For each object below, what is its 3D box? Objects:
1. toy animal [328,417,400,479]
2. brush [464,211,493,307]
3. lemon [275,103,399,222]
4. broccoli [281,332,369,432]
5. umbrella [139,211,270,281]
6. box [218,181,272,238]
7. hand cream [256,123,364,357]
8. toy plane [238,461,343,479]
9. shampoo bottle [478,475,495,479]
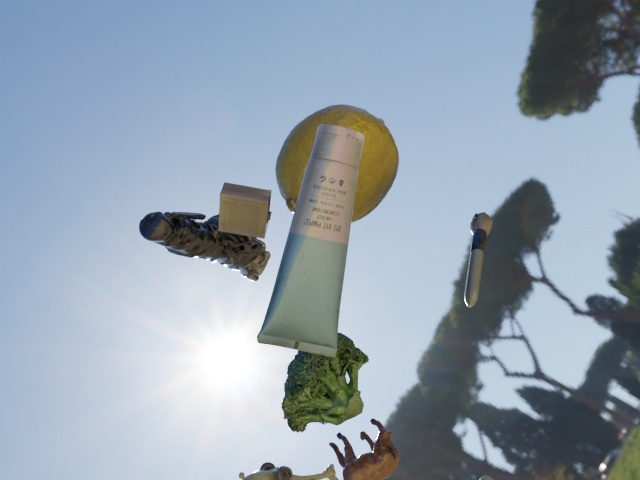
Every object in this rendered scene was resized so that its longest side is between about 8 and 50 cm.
[{"bbox_3d":[0.051,0.462,1.561,0.224,0.229,0.066,-21,-51,1],"label":"toy animal"},{"bbox_3d":[0.264,0.027,1.400,0.299,0.039,0.042,-62,-9,-59],"label":"brush"},{"bbox_3d":[0.035,-0.158,1.751,0.267,0.267,0.267,-37,-37,-34],"label":"lemon"},{"bbox_3d":[0.004,0.264,1.527,0.195,0.156,0.195,-27,-33,-19],"label":"broccoli"},{"bbox_3d":[-0.209,-0.004,1.567,0.106,0.113,0.358,-54,-27,7],"label":"umbrella"},{"bbox_3d":[-0.119,-0.048,1.320,0.035,0.083,0.079,-79,-1,-50],"label":"box"},{"bbox_3d":[0.000,0.000,1.140,0.070,0.111,0.312,165,119,-82],"label":"hand cream"},{"bbox_3d":[-0.068,0.547,1.851,0.286,0.092,0.108,-5,-95,-36],"label":"toy plane"},{"bbox_3d":[0.181,0.441,1.220,0.085,0.085,0.262,-10,-43,-53],"label":"shampoo bottle"}]
